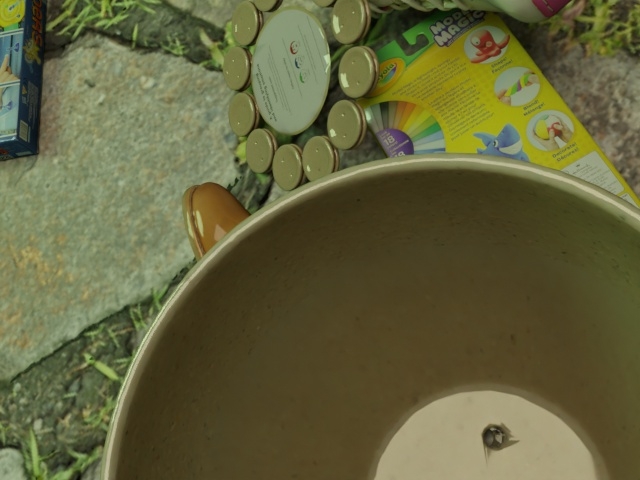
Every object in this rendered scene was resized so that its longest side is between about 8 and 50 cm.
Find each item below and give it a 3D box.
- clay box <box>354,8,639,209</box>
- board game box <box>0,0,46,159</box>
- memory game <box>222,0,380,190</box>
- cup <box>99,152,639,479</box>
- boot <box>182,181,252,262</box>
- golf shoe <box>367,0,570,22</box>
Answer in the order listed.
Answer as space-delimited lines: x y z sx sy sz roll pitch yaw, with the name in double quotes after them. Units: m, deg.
0.120 -0.066 0.701 0.127 0.053 0.222 -31 64 5 "clay box"
-0.326 -0.167 0.891 0.136 0.035 0.201 -7 70 16 "board game box"
-0.019 -0.129 0.734 0.186 0.012 0.186 7 100 49 "memory game"
0.078 0.146 0.544 0.331 0.237 0.330 -5 71 16 "cup"
0.000 0.000 0.687 0.152 0.073 0.197 -43 78 25 "boot"
0.072 -0.207 0.706 0.140 0.115 0.306 -47 35 12 "golf shoe"
